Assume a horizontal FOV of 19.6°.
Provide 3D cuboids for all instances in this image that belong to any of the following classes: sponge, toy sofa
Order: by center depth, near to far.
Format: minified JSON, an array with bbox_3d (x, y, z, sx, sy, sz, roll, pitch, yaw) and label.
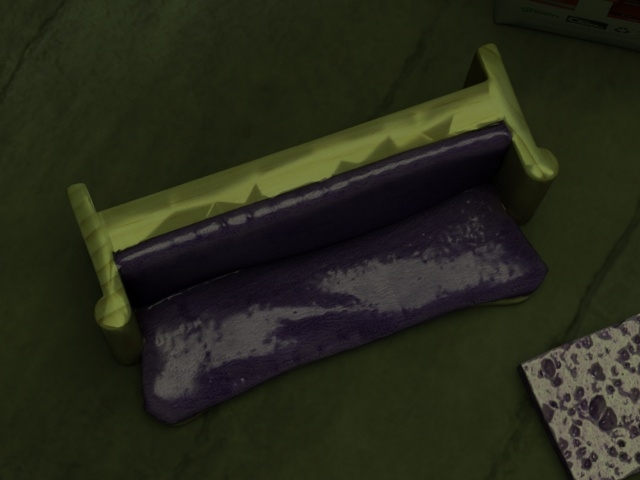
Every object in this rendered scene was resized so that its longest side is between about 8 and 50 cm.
[{"bbox_3d":[0.000,0.000,1.424,0.362,0.150,0.177,-19,77,-6],"label":"toy sofa"},{"bbox_3d":[0.275,0.111,1.466,0.210,0.031,0.117,-22,78,-7],"label":"sponge"}]

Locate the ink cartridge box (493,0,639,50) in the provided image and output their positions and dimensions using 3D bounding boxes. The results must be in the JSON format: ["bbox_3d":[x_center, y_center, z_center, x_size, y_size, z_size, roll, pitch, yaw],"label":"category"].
[{"bbox_3d":[0.310,-0.240,1.429,0.309,0.272,0.130,12,77,1],"label":"ink cartridge box"}]
